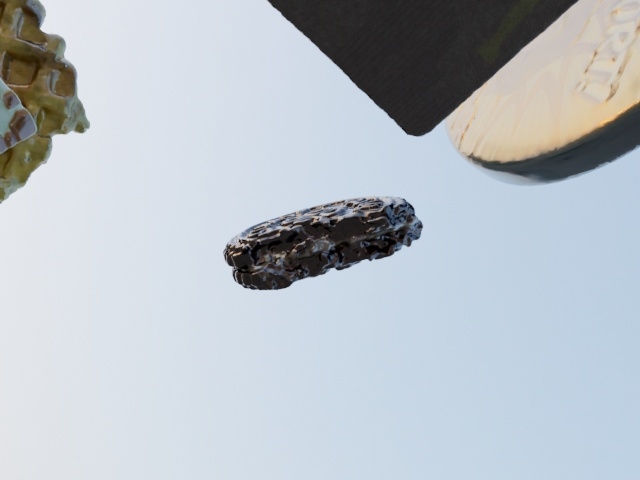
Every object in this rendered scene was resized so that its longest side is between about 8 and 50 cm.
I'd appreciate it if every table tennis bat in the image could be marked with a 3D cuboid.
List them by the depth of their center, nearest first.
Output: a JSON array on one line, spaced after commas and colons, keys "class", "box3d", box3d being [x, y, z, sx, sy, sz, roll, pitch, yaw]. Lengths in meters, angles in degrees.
[{"class": "table tennis bat", "box3d": [0.173, -0.125, 0.473, 0.044, 0.215, 0.329, 34, -17, -23]}]

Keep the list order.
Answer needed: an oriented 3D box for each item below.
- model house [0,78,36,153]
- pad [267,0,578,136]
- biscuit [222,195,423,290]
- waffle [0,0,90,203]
[{"class": "model house", "box3d": [-0.297, -0.115, 0.679, 0.101, 0.127, 0.148, 4, -57, 41]}, {"class": "pad", "box3d": [0.008, -0.145, 0.315, 0.211, 0.003, 0.143, 40, -62, -15]}, {"class": "biscuit", "box3d": [0.000, 0.000, 0.446, 0.087, 0.089, 0.027, -8, -80, 30]}, {"class": "waffle", "box3d": [-0.364, -0.141, 0.843, 0.058, 0.301, 0.281, 136, -58, -71]}]
